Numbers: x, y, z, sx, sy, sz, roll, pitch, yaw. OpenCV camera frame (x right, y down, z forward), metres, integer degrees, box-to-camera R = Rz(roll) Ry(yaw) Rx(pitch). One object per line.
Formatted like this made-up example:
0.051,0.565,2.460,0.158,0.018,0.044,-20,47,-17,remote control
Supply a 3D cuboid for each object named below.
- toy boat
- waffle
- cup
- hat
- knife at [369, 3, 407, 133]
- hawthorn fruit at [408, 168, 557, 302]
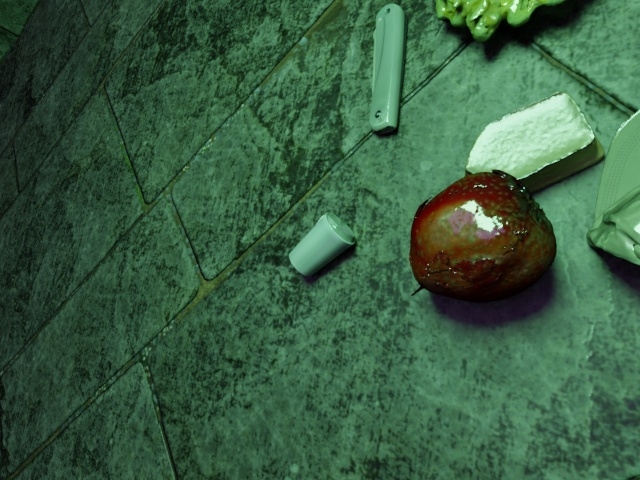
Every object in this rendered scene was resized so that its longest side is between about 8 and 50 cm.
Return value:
0.299,-0.133,0.620,0.188,0.061,0.116,-27,64,25,toy boat
0.316,-0.480,0.678,0.297,0.073,0.317,-30,53,23,waffle
0.000,0.000,0.783,0.116,0.074,0.104,-42,34,22,cup
0.435,-0.072,0.478,0.214,0.149,0.244,2,89,33,hat
0.127,-0.332,0.804,0.073,0.041,0.265,-7,73,43,knife
0.203,0.017,0.585,0.235,0.181,0.181,-48,56,30,hawthorn fruit
